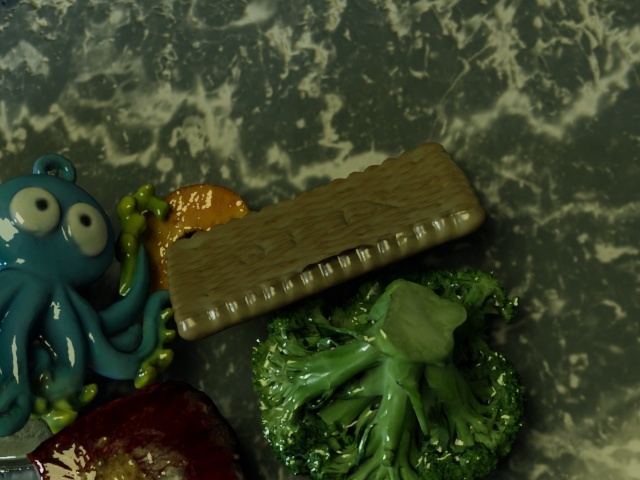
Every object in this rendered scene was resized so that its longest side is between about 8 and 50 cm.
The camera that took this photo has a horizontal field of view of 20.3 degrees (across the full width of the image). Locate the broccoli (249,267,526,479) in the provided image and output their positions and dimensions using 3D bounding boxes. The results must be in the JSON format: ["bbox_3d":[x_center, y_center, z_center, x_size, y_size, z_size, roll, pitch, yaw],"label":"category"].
[{"bbox_3d":[0.067,0.131,1.727,0.269,0.241,0.261,19,63,-4],"label":"broccoli"}]

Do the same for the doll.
[{"bbox_3d":[-0.295,0.043,1.794,0.099,0.346,0.341,-50,30,46],"label":"doll"}]

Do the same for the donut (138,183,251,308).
[{"bbox_3d":[-0.131,0.012,1.944,0.152,0.058,0.152,-7,70,21],"label":"donut"}]

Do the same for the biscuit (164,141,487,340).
[{"bbox_3d":[0.000,0.000,1.803,0.325,0.044,0.217,-22,22,-1],"label":"biscuit"}]

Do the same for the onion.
[{"bbox_3d":[-0.162,0.266,1.792,0.207,0.216,0.206,-31,77,-7],"label":"onion"}]

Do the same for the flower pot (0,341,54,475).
[{"bbox_3d":[-0.381,0.089,1.930,0.290,0.290,0.259,-1,60,24],"label":"flower pot"}]
